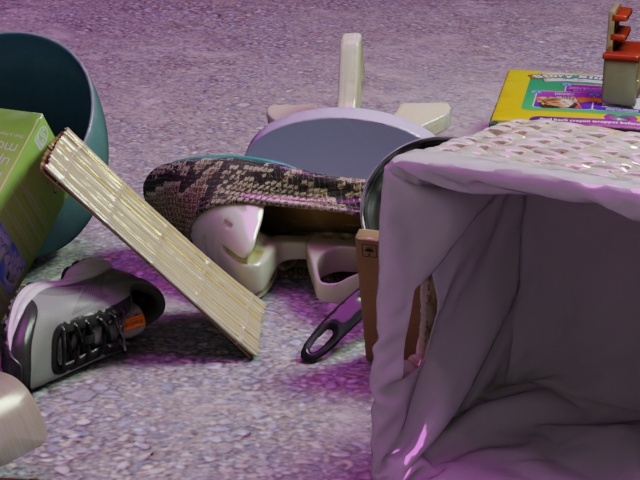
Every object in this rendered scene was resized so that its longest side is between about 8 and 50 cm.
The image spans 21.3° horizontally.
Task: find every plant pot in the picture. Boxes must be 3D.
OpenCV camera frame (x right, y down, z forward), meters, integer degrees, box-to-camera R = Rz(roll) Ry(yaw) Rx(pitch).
[{"bbox_3d":[-0.383,-0.086,2.117,0.290,0.195,0.290,-8,59,13],"label":"plant pot"}]

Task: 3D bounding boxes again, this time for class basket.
[{"bbox_3d":[0.245,0.076,1.541,0.331,0.328,0.266,10,18,27],"label":"basket"}]

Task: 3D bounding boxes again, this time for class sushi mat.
[{"bbox_3d":[-0.181,0.000,1.880,0.019,0.316,0.151,-43,15,15],"label":"sushi mat"}]

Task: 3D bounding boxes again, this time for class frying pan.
[{"bbox_3d":[0.122,0.027,1.917,0.197,0.053,0.326,17,66,9],"label":"frying pan"}]

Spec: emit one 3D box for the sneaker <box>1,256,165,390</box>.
[{"bbox_3d":[-0.257,0.089,1.832,0.108,0.100,0.271,12,22,18],"label":"sneaker"}]

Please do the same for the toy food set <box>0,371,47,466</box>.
[{"bbox_3d":[-0.438,0.189,1.593,0.306,0.092,0.220,5,20,38],"label":"toy food set"}]

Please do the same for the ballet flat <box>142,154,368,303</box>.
[{"bbox_3d":[0.000,0.000,2.032,0.483,0.164,0.182,5,46,11],"label":"ballet flat"}]

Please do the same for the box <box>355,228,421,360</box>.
[{"bbox_3d":[0.139,0.070,1.787,0.201,0.164,0.021,6,36,17],"label":"box"}]

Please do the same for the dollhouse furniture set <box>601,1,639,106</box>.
[{"bbox_3d":[0.534,-0.253,2.414,0.259,0.135,0.262,8,20,14],"label":"dollhouse furniture set"}]

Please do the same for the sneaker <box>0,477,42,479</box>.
[{"bbox_3d":[-0.291,0.238,1.441,0.084,0.069,0.185,3,-2,43],"label":"sneaker"}]

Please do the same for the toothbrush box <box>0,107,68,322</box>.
[{"bbox_3d":[-0.429,-0.010,1.879,0.206,0.122,0.283,9,58,22],"label":"toothbrush box"}]

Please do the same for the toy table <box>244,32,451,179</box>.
[{"bbox_3d":[0.046,-0.130,2.277,0.274,0.252,0.161,10,38,4],"label":"toy table"}]

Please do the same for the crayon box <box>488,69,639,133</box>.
[{"bbox_3d":[0.440,-0.160,2.510,0.363,0.106,0.313,5,19,10],"label":"crayon box"}]
